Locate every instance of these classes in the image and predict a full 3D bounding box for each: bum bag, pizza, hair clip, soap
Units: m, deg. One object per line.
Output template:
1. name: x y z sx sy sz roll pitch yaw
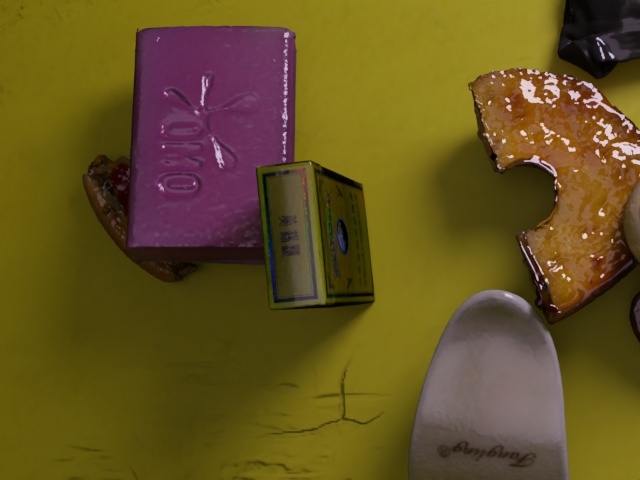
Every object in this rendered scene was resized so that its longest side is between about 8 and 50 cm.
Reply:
1. bum bag: 0.334 -0.324 1.054 0.142 0.080 0.326 11 94 25
2. pizza: -0.179 -0.066 1.211 0.188 0.062 0.199 45 98 12
3. hair clip: 0.180 0.191 1.059 0.173 0.113 0.282 6 90 18
4. soap: -0.118 -0.104 1.140 0.181 0.081 0.259 1 78 3

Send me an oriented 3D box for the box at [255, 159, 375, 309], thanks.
1. box: -0.001 0.000 1.067 0.064 0.220 0.141 -7 85 17

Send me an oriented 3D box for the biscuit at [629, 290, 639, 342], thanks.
1. biscuit: 0.463 0.047 1.003 0.314 0.063 0.367 -22 80 20

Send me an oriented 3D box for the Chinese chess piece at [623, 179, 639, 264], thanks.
1. Chinese chess piece: 0.349 -0.017 0.970 0.122 0.051 0.122 0 83 0

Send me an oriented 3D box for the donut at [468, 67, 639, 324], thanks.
1. donut: 0.257 -0.054 1.044 0.152 0.101 0.259 -16 78 5
